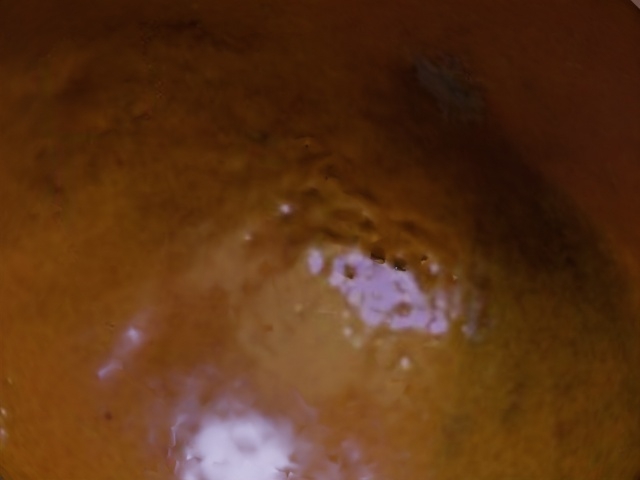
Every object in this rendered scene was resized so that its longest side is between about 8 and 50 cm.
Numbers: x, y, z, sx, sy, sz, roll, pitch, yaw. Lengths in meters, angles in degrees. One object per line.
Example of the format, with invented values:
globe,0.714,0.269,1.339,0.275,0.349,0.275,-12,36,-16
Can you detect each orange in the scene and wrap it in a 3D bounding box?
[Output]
orange,0.000,0.000,0.546,0.240,0.240,0.171,16,137,-22
